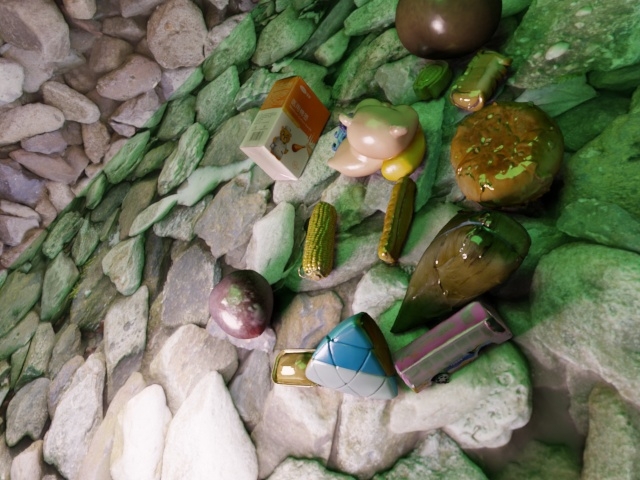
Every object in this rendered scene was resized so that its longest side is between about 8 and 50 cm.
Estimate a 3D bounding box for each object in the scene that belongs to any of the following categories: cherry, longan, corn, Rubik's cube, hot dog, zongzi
[{"bbox_3d":[-0.254,0.200,1.628,0.213,0.183,0.266,-48,58,12],"label":"cherry"},{"bbox_3d":[0.423,-0.764,1.691,0.361,0.361,0.361,-20,50,26],"label":"longan"},{"bbox_3d":[0.000,0.000,1.638,0.106,0.106,0.293,-15,47,29],"label":"corn"},{"bbox_3d":[0.066,0.280,1.324,0.254,0.254,0.254,-20,50,26],"label":"Rubik's cube"},{"bbox_3d":[0.228,-0.064,1.522,0.068,0.083,0.289,-16,48,53],"label":"hot dog"},{"bbox_3d":[0.303,0.098,1.184,0.174,0.356,0.393,40,93,4],"label":"zongzi"}]

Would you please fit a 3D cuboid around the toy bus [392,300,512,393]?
[{"bbox_3d":[0.310,0.252,1.207,0.274,0.112,0.090,-36,37,11],"label":"toy bus"}]

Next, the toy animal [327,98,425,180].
[{"bbox_3d":[0.176,-0.362,1.650,0.345,0.247,0.277,9,64,42],"label":"toy animal"}]

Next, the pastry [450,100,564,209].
[{"bbox_3d":[0.496,-0.214,1.339,0.284,0.184,0.315,-36,45,20],"label":"pastry"}]

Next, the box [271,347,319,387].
[{"bbox_3d":[-0.054,0.360,1.412,0.177,0.111,0.111,-9,55,33],"label":"box"}]

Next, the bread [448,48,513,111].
[{"bbox_3d":[0.515,-0.515,1.619,0.134,0.081,0.225,31,79,41],"label":"bread"}]

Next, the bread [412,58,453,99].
[{"bbox_3d":[0.388,-0.553,1.757,0.117,0.064,0.156,27,79,50],"label":"bread"}]

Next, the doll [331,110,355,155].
[{"bbox_3d":[0.097,-0.391,1.869,0.110,0.067,0.206,24,87,31],"label":"doll"}]

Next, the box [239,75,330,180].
[{"bbox_3d":[-0.128,-0.431,1.952,0.143,0.225,0.341,8,66,43],"label":"box"}]
